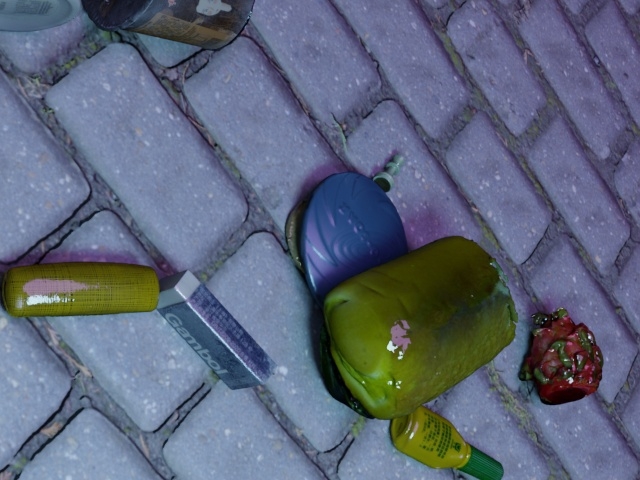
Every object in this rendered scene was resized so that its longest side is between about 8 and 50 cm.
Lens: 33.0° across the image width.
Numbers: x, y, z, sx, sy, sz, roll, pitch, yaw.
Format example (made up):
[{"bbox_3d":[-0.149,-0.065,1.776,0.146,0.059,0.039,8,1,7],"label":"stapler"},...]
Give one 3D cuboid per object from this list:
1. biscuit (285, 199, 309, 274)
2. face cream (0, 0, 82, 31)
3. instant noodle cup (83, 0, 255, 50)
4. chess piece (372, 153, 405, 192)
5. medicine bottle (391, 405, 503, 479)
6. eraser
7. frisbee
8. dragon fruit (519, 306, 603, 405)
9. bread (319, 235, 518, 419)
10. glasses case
[{"bbox_3d":[0.000,0.000,1.890,0.152,0.020,0.152,14,68,-38],"label":"biscuit"},{"bbox_3d":[-0.428,-0.393,1.522,0.177,0.177,0.152,2,78,-41],"label":"face cream"},{"bbox_3d":[-0.228,-0.406,1.690,0.207,0.217,0.217,12,70,-46],"label":"instant noodle cup"},{"bbox_3d":[0.133,-0.131,2.034,0.042,0.042,0.093,52,45,-18],"label":"chess piece"},{"bbox_3d":[0.234,0.377,1.955,0.261,0.064,0.094,32,60,-30],"label":"medicine bottle"},{"bbox_3d":[-0.167,0.141,1.656,0.212,0.092,0.046,49,53,-18],"label":"eraser"},{"bbox_3d":[0.076,0.016,1.909,0.290,0.049,0.289,12,74,-46],"label":"frisbee"},{"bbox_3d":[0.479,0.230,2.170,0.167,0.160,0.172,0,57,-5],"label":"dragon fruit"},{"bbox_3d":[0.168,0.150,1.847,0.377,0.208,0.251,-21,114,-40],"label":"bread"},{"bbox_3d":[-0.337,0.068,1.543,0.234,0.064,0.079,0,82,-38],"label":"glasses case"}]
